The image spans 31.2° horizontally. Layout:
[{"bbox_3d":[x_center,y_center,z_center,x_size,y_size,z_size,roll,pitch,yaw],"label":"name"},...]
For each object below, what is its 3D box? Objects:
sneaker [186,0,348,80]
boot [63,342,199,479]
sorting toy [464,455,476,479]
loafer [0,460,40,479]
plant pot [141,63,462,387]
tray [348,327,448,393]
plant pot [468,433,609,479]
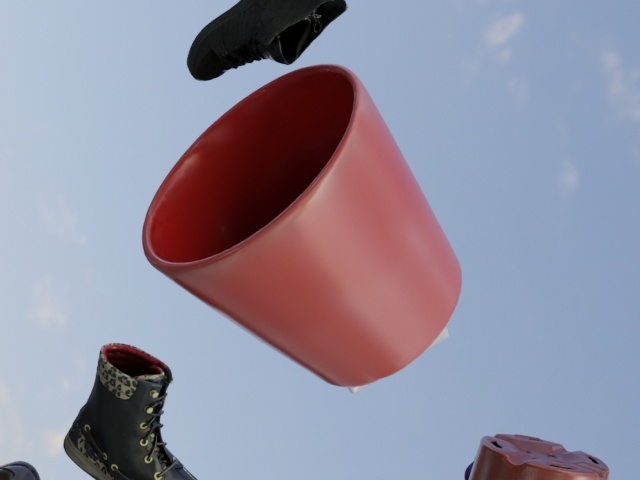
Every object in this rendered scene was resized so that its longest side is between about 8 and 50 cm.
[{"bbox_3d":[-0.056,-0.199,1.121,0.170,0.051,0.089,-41,-129,14],"label":"sneaker"},{"bbox_3d":[-0.215,0.255,1.472,0.236,0.085,0.179,30,-61,15],"label":"boot"},{"bbox_3d":[0.287,0.522,1.957,0.126,0.127,0.366,78,10,-49],"label":"sorting toy"},{"bbox_3d":[-0.480,0.353,1.508,0.080,0.220,0.078,64,-9,1],"label":"loafer"},{"bbox_3d":[0.000,0.000,1.150,0.243,0.275,0.275,47,-20,-29],"label":"plant pot"},{"bbox_3d":[0.101,0.120,1.729,0.030,0.270,0.145,-30,-95,40],"label":"tray"},{"bbox_3d":[0.321,0.454,1.772,0.272,0.272,0.265,16,-84,53],"label":"plant pot"}]
